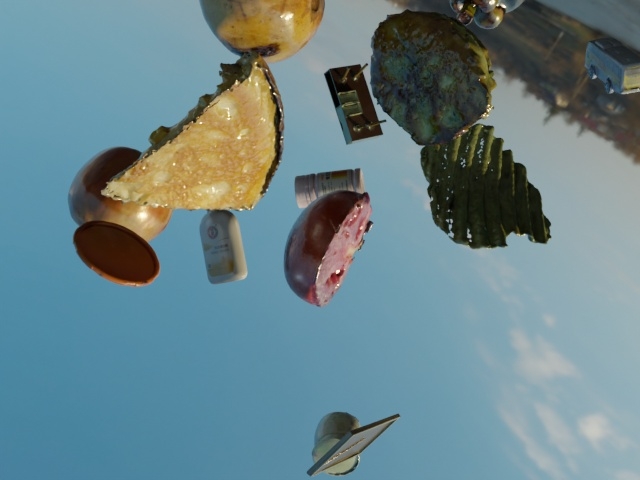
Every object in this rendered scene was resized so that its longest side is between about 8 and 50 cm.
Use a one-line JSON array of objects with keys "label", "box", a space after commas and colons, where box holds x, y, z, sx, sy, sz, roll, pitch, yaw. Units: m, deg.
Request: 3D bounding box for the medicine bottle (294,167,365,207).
[{"label": "medicine bottle", "box": [0.036, -0.193, 2.587, 0.250, 0.133, 0.133, -6, -159, 10]}]

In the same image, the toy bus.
[{"label": "toy bus", "box": [0.579, -0.343, 1.363, 0.064, 0.075, 0.190, -10, -147, 4]}]

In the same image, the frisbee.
[{"label": "frisbee", "box": [-0.429, 0.032, 1.451, 0.192, 0.035, 0.192, 31, -154, -17]}]

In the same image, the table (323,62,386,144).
[{"label": "table", "box": [0.119, -0.436, 2.158, 0.122, 0.111, 0.240, -17, -91, -28]}]

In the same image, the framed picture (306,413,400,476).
[{"label": "framed picture", "box": [0.096, 0.549, 1.863, 0.260, 0.189, 0.023, 2, -135, -55]}]

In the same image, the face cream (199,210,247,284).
[{"label": "face cream", "box": [-0.300, -0.017, 2.081, 0.144, 0.291, 0.071, -9, 179, 30]}]

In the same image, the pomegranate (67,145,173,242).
[{"label": "pomegranate", "box": [-0.469, -0.117, 1.684, 0.252, 0.270, 0.229, 8, 148, 42]}]

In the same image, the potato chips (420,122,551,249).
[{"label": "potato chips", "box": [0.476, -0.145, 1.957, 0.373, 0.097, 0.389, -7, -112, -24]}]

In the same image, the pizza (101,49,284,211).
[{"label": "pizza", "box": [-0.214, -0.188, 1.537, 0.392, 0.435, 0.080, 32, -154, -58]}]

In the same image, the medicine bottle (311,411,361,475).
[{"label": "medicine bottle", "box": [0.052, 0.610, 2.078, 0.147, 0.147, 0.143, 27, -156, -5]}]

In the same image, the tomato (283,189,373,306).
[{"label": "tomato", "box": [-0.001, -0.006, 1.849, 0.176, 0.335, 0.289, 26, 180, 14]}]

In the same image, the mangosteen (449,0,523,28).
[{"label": "mangosteen", "box": [0.450, -0.726, 1.918, 0.275, 0.302, 0.275, 25, 166, 7]}]

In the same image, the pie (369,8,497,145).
[{"label": "pie", "box": [0.256, -0.383, 1.627, 0.103, 0.288, 0.354, -27, -112, -40]}]

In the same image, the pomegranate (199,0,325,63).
[{"label": "pomegranate", "box": [-0.132, -0.559, 1.566, 0.322, 0.322, 0.322, 24, -157, -11]}]
